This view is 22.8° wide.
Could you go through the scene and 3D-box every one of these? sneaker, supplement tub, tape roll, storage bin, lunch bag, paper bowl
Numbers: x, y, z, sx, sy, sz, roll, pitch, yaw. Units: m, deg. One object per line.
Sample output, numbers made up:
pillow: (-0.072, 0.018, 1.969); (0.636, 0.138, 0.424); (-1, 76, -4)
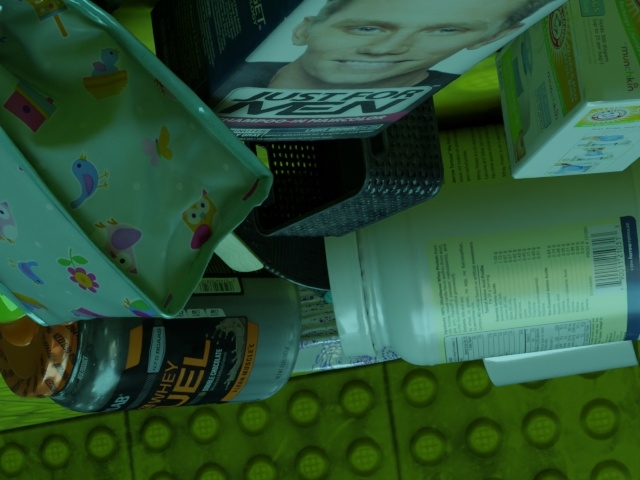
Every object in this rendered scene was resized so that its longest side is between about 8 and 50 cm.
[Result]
sneaker: (0.000, 0.000, 1.807); (0.295, 0.124, 0.178); (20, 174, -22)
supplement tub: (-0.208, 0.101, 1.923); (0.338, 0.207, 0.207); (0, 167, -35)
supplement tub: (0.173, 0.000, 1.592); (0.324, 0.235, 0.235); (-7, 169, 4)
tape roll: (0.263, 0.037, 1.832); (0.169, 0.246, 0.246); (-11, 168, 12)
storage bin: (0.017, -0.079, 1.388); (0.084, 0.122, 0.180); (1, 166, -35)
lunch bag: (-0.199, -0.074, 1.073); (0.262, 0.160, 0.223); (46, 153, -20)
paper bowl: (0.018, 0.088, 2.165); (0.284, 0.148, 0.284); (-7, 170, -1)

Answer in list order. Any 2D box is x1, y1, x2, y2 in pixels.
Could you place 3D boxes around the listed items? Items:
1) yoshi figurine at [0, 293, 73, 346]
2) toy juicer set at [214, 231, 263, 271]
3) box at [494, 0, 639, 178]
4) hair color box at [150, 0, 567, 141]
yoshi figurine: (-0.322, -0.032, 1.373); (0.362, 0.203, 0.203); (0, -154, 21)
toy juicer set: (-0.226, -0.036, 1.574); (0.329, 0.090, 0.209); (-2, 153, 0)
box: (0.222, -0.132, 1.278); (0.103, 0.114, 0.203); (-4, 168, -10)
hair color box: (0.023, -0.161, 1.025); (0.173, 0.105, 0.347); (-3, 167, -23)
